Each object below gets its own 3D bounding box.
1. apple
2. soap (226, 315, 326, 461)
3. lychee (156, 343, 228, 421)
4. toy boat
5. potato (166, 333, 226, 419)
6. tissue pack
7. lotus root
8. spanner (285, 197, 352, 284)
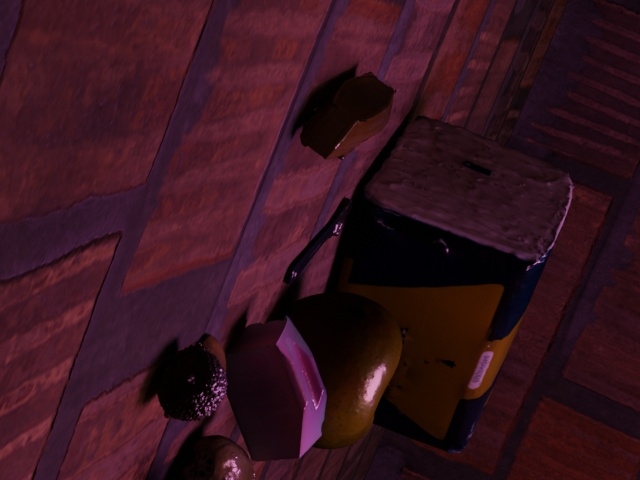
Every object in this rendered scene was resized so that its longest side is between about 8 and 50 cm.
[{"bbox_3d":[0.009,0.156,1.721,0.196,0.157,0.196,-62,170,-20],"label":"apple"},{"bbox_3d":[-0.050,0.163,1.547,0.056,0.100,0.149,-42,118,-55],"label":"soap"},{"bbox_3d":[-0.119,0.132,1.298,0.067,0.068,0.083,-25,173,3],"label":"lychee"},{"bbox_3d":[0.030,-0.123,1.474,0.072,0.064,0.206,-54,175,23],"label":"toy boat"},{"bbox_3d":[-0.117,0.138,1.384,0.093,0.036,0.037,-63,173,-11],"label":"potato"},{"bbox_3d":[0.164,0.071,2.027,0.253,0.264,0.416,-58,168,-47],"label":"tissue pack"},{"bbox_3d":[-0.114,0.273,1.588,0.090,0.077,0.183,-62,167,-20],"label":"lotus root"},{"bbox_3d":[0.000,0.000,1.734,0.208,0.012,0.046,-48,159,-57],"label":"spanner"}]
